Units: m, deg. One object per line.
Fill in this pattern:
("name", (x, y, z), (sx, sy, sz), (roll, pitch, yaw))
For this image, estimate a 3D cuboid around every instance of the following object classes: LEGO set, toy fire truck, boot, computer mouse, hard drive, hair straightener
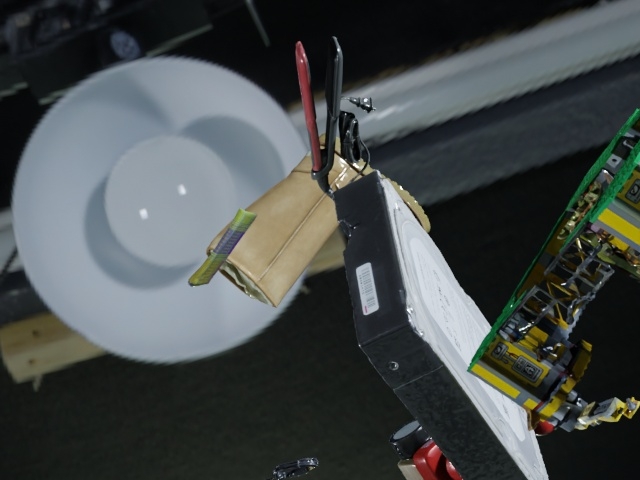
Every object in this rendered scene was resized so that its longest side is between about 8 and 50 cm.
("LEGO set", (0.257, 0.016, 0.798), (0.255, 0.192, 0.331), (-52, -7, -38))
("toy fire truck", (0.228, 0.224, 1.591), (0.217, 0.158, 0.246), (-36, 8, -33))
("boot", (0.000, 0.000, 1.846), (0.269, 0.236, 0.089), (-49, -5, -26))
("computer mouse", (-0.099, 0.440, 2.195), (0.242, 0.041, 0.071), (-31, -32, 31))
("hard drive", (0.129, 0.117, 1.259), (0.064, 0.237, 0.339), (-26, -54, 14))
("hair straightener", (0.026, -0.138, 1.471), (0.089, 0.047, 0.230), (-11, -53, -5))

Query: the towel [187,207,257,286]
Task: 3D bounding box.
("towel", (-0.087, 0.007, 1.095), (0.083, 0.009, 0.060), (-54, -7, 4))
